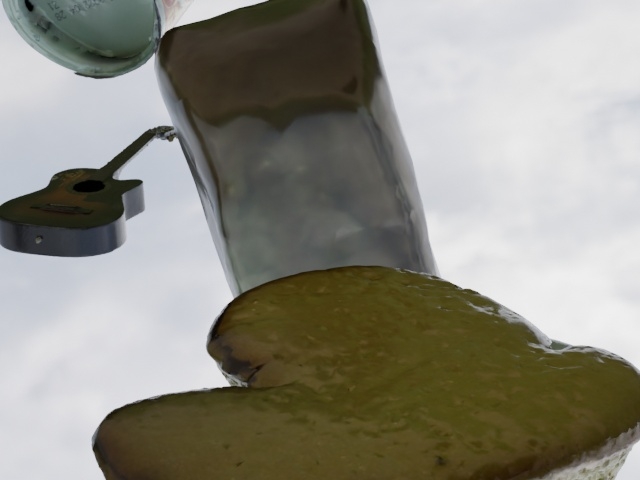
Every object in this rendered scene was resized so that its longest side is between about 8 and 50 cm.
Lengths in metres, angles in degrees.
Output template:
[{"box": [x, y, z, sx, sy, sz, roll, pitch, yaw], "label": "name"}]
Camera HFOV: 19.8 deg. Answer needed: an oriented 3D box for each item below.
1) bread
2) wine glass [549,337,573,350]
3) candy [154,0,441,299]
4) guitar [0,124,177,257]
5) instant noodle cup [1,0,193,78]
[{"box": [0.009, 0.064, 0.602, 0.188, 0.065, 0.149, -14, -147, -31], "label": "bread"}, {"box": [0.219, 0.043, 1.399, 0.309, 0.096, 0.264, 5, -119, -13], "label": "wine glass"}, {"box": [0.000, 0.000, 0.867, 0.104, 0.234, 0.102, -16, -151, 1], "label": "candy"}, {"box": [-0.150, -0.042, 1.312, 0.088, 0.025, 0.233, 5, -157, 16], "label": "guitar"}, {"box": [-0.135, -0.212, 1.260, 0.168, 0.168, 0.185, -1, -137, 22], "label": "instant noodle cup"}]
